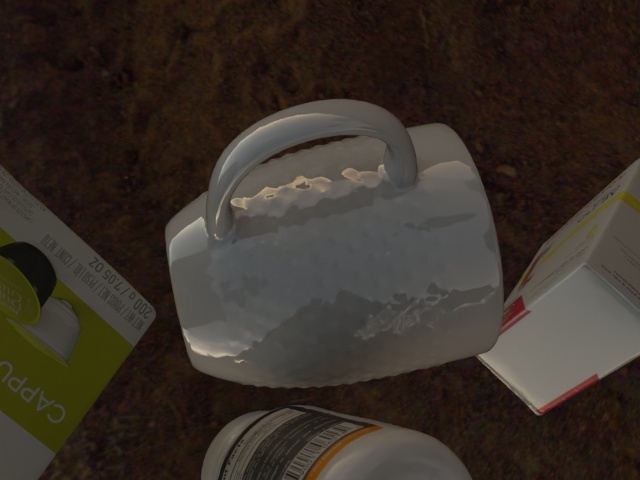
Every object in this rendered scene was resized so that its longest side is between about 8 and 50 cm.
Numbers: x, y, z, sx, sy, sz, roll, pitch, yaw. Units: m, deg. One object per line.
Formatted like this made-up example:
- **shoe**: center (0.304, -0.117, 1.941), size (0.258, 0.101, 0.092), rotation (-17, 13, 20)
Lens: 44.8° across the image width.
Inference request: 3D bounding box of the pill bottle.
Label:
- **pill bottle**: center (0.000, 0.233, 0.693), size (0.278, 0.162, 0.162), rotation (-12, 87, 62)

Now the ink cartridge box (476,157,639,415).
- **ink cartridge box**: center (0.456, 0.068, 1.298), size (0.160, 0.385, 0.279), rotation (43, 134, 5)

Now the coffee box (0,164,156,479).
- **coffee box**: center (-0.428, 0.108, 0.697), size (0.337, 0.334, 0.338), rotation (47, 141, -19)

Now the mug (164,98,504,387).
- **mug**: center (0.000, 0.000, 0.849), size (0.328, 0.374, 0.276), rotation (-12, 52, -7)
